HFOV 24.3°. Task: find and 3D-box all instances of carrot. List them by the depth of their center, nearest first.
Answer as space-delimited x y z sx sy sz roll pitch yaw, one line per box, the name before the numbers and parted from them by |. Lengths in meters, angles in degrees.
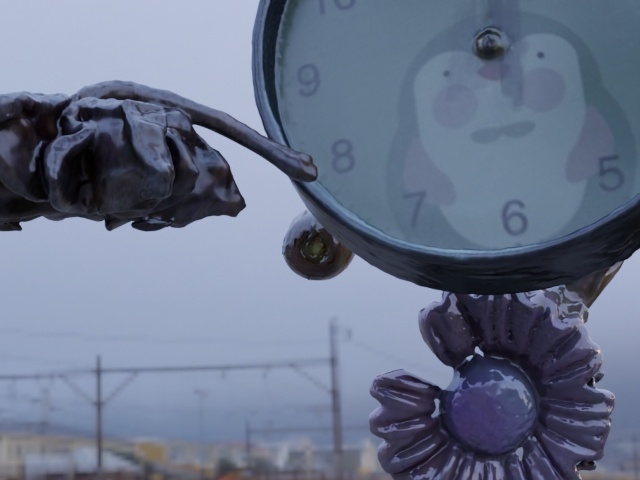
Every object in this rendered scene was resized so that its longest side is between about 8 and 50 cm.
carrot | 0.000 0.000 1.232 0.060 0.060 0.186 -2 4 1

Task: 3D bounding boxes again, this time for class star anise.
star anise | -0.127 -0.048 0.856 0.231 0.089 0.209 -7 6 -42

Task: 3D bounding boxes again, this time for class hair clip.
hair clip | 0.163 0.065 1.076 0.173 0.300 0.069 36 -14 -5

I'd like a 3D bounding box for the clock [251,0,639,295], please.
clock | 0.109 -0.126 0.952 0.319 0.319 0.066 -5 -18 16
